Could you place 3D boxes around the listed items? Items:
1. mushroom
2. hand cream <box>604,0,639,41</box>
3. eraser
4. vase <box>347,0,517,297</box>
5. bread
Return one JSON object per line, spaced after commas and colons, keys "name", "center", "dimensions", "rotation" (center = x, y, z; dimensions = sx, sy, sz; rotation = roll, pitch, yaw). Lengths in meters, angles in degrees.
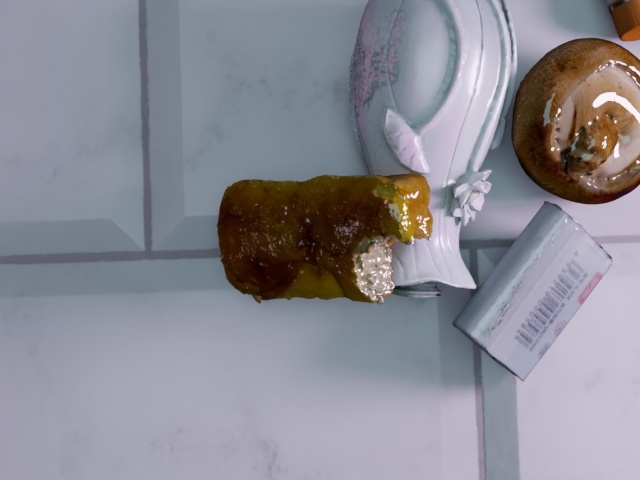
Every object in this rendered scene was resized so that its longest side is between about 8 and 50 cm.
{"name": "mushroom", "center": [0.393, -0.175, 1.837], "dimensions": [0.253, 0.153, 0.253], "rotation": [-3, 99, -22]}
{"name": "hand cream", "center": [0.446, -0.461, 1.892], "dimensions": [0.139, 0.089, 0.314], "rotation": [-10, 82, -10]}
{"name": "eraser", "center": [0.315, 0.077, 1.838], "dimensions": [0.227, 0.081, 0.174], "rotation": [-52, 129, -1]}
{"name": "vase", "center": [0.151, -0.141, 1.819], "dimensions": [0.249, 0.250, 0.446], "rotation": [4, 92, 2]}
{"name": "bread", "center": [0.000, 0.000, 1.756], "dimensions": [0.380, 0.109, 0.185], "rotation": [-1, 94, 46]}
